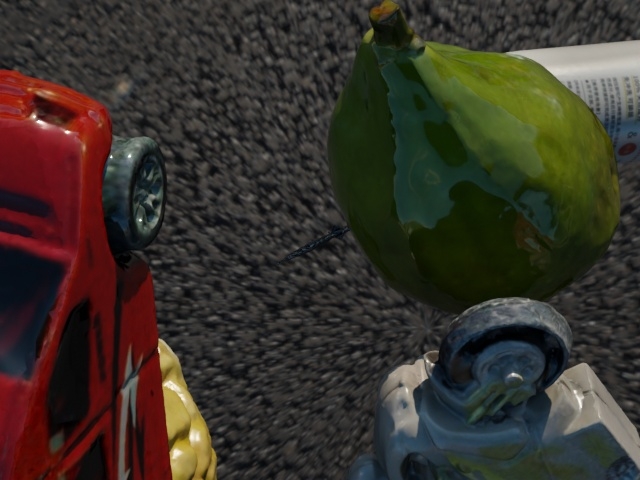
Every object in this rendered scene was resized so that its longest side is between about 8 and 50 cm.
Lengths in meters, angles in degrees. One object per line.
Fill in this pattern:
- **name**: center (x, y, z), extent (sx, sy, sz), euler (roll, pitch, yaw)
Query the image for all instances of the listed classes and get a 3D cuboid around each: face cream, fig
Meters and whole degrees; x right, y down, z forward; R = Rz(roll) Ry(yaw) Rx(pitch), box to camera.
- **face cream**: center (0.392, -0.167, 1.538), extent (0.369, 0.145, 0.145), euler (-7, 85, -16)
- **fig**: center (0.104, -0.087, 1.028), extent (0.233, 0.233, 0.314), euler (-31, 117, 2)

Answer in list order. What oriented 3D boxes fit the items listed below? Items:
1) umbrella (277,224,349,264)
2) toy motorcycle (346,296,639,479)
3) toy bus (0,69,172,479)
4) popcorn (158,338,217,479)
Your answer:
- **umbrella**: center (0.003, 0.000, 1.661), extent (0.149, 0.022, 0.022), euler (-30, 114, -37)
- **toy motorcycle**: center (0.138, 0.178, 1.015), extent (0.223, 0.341, 0.108), euler (-26, 41, 17)
- **toy bus**: center (-0.087, 0.056, 0.342), extent (0.081, 0.089, 0.195), euler (5, 116, 13)
- **popcorn**: center (-0.281, 0.304, 1.578), extent (0.344, 0.390, 0.354), euler (-42, 121, 18)
